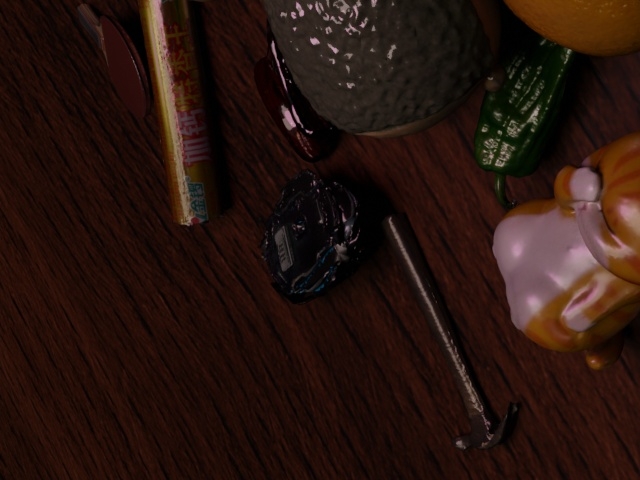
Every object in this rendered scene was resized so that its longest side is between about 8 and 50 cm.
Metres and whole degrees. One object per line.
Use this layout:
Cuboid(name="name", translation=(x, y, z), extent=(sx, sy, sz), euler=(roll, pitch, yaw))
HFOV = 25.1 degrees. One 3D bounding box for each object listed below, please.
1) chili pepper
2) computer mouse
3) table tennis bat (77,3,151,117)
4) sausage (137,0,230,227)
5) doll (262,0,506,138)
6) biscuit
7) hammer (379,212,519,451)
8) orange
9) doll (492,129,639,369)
Cuboid(name="chili pepper", translation=(0.218, -0.155, 1.438), extent=(0.100, 0.074, 0.257), euler=(43, 132, 28))
Cuboid(name="computer mouse", translation=(0.000, 0.000, 1.731), extent=(0.241, 0.077, 0.146), euler=(-37, 60, 55))
Cuboid(name="table tennis bat", translation=(-0.273, -0.247, 1.905), extent=(0.220, 0.019, 0.130), euler=(51, 154, 40))
Cuboid(name="sausage", translation=(-0.180, -0.206, 1.835), extent=(0.082, 0.082, 0.371), euler=(9, 113, 44))
Cuboid(name="doll", translation=(0.046, -0.270, 1.341), extent=(0.247, 0.247, 0.349), euler=(-3, 127, 47))
Cuboid(name="biscuit", translation=(-0.027, -0.171, 1.646), extent=(0.151, 0.063, 0.235), euler=(60, 176, 5))
Cuboid(name="hammer", translation=(0.140, 0.106, 1.675), extent=(0.125, 0.027, 0.297), euler=(-26, 87, 49))
Cuboid(name="orange", translation=(0.245, -0.273, 1.247), extent=(0.236, 0.236, 0.236), euler=(21, 122, 39))
Cuboid(name="doll", translation=(0.282, 0.001, 1.382), extent=(0.269, 0.162, 0.167), euler=(-50, 48, 51))
